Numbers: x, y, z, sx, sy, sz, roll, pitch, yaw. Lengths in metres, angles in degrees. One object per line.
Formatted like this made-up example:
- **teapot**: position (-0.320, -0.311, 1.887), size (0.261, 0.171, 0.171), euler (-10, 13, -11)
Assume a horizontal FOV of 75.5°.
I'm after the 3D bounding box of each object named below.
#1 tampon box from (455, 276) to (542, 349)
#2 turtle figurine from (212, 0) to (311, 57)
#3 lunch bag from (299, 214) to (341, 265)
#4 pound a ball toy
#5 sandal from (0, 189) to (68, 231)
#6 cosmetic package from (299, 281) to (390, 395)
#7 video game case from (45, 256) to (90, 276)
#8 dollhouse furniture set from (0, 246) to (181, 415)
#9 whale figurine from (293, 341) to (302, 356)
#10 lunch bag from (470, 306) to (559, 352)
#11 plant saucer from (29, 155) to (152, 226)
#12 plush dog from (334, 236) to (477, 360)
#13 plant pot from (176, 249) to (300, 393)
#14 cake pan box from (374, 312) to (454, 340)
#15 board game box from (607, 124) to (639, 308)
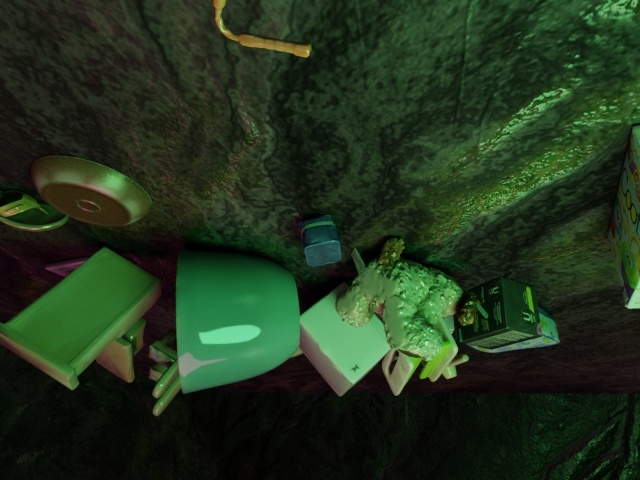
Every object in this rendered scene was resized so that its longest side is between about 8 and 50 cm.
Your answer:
- **tampon box**: position (0.408, 0.174, 0.962), size (0.102, 0.120, 0.161), euler (15, 151, -17)
- **turtle figurine**: position (0.024, -0.252, 0.245), size (0.270, 0.087, 0.217), euler (-15, 144, 13)
- **lunch bag**: position (0.000, 0.000, 0.763), size (0.067, 0.065, 0.098), euler (-11, 151, -2)
- **pound a ball toy**: position (0.276, 0.290, 1.096), size (0.209, 0.135, 0.319), euler (-17, 148, -9)
- **sandal**: position (-0.557, -0.067, 0.746), size (0.180, 0.072, 0.049), euler (22, 127, -21)
- **cosmetic package**: position (0.055, 0.278, 1.094), size (0.155, 0.197, 0.365), euler (-36, 162, -18)
- **video game case**: position (-0.611, 0.087, 1.095), size (0.158, 0.019, 0.143), euler (-9, 150, 25)
- **dollhouse furniture set**: position (-0.520, 0.249, 0.965), size (0.362, 0.256, 0.394), euler (30, 136, 6)
- **whale figurine**: position (-0.109, 0.313, 1.356), size (0.272, 0.141, 0.216), euler (-7, 162, -34)
- **lunch bag**: position (0.502, 0.241, 1.109), size (0.176, 0.090, 0.219), euler (25, 147, -32)
- **plant saucer**: position (-0.403, -0.073, 0.726), size (0.199, 0.036, 0.198), euler (4, 154, 2)
- **plush dog**: position (0.191, 0.106, 0.858), size (0.226, 0.210, 0.263), euler (9, -175, -39)
- **plant pot**: position (-0.174, 0.162, 0.890), size (0.236, 0.292, 0.293), euler (-2, 155, -15)
- **cake pan box**: position (0.243, 0.262, 1.226), size (0.267, 0.070, 0.245), euler (2, 150, 8)
- **board game box**: position (0.485, -0.024, 0.539), size (0.145, 0.141, 0.275), euler (-8, 150, 25)
